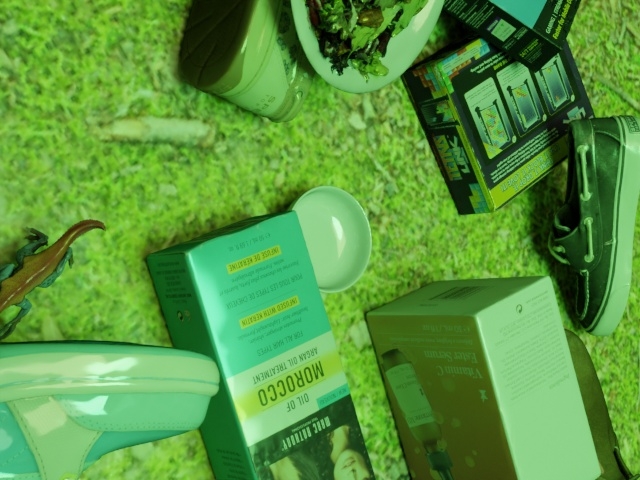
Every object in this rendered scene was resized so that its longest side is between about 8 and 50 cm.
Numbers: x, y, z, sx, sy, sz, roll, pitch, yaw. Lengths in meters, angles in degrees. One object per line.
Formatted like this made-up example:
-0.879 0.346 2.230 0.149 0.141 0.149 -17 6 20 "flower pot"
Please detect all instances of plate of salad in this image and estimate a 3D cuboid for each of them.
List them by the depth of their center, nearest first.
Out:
0.050 -0.203 0.735 0.200 0.048 0.199 -28 128 -44 "plate of salad"

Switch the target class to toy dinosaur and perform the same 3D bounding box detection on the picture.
-0.190 0.020 0.632 0.047 0.090 0.082 43 30 -9 "toy dinosaur"

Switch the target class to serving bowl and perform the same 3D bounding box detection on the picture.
0.000 0.000 0.794 0.083 0.027 0.083 4 84 -36 "serving bowl"

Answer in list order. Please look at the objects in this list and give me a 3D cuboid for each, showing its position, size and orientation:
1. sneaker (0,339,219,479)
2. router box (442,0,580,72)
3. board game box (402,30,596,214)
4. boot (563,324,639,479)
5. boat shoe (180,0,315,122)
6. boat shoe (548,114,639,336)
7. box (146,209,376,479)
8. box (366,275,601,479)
-0.206 0.162 0.574 0.319 0.127 0.208 -2 86 -27 "sneaker"
0.171 -0.251 0.889 0.133 0.046 0.179 31 58 -9 "router box"
0.167 -0.123 0.914 0.170 0.048 0.141 -33 108 -34 "board game box"
0.261 0.218 0.917 0.112 0.115 0.305 -19 97 -34 "boot"
-0.019 -0.231 0.761 0.089 0.105 0.285 24 84 -41 "boat shoe"
0.246 -0.011 0.935 0.070 0.078 0.219 -2 115 -2 "boat shoe"
-0.037 0.109 0.738 0.101 0.060 0.244 -22 99 -35 "box"
0.129 0.123 0.816 0.091 0.130 0.170 -21 99 -36 "box"
